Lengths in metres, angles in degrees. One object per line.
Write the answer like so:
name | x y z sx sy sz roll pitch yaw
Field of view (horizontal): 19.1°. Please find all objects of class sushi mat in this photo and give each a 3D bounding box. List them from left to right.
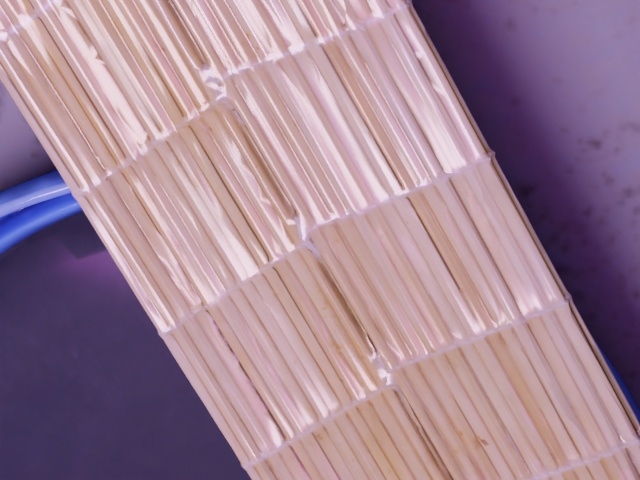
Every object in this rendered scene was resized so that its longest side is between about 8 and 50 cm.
sushi mat | 0.000 0.000 0.733 0.151 0.019 0.316 -26 106 16

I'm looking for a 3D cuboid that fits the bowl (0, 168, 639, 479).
bowl | -0.040 0.137 0.844 0.391 0.077 0.391 2 112 5
